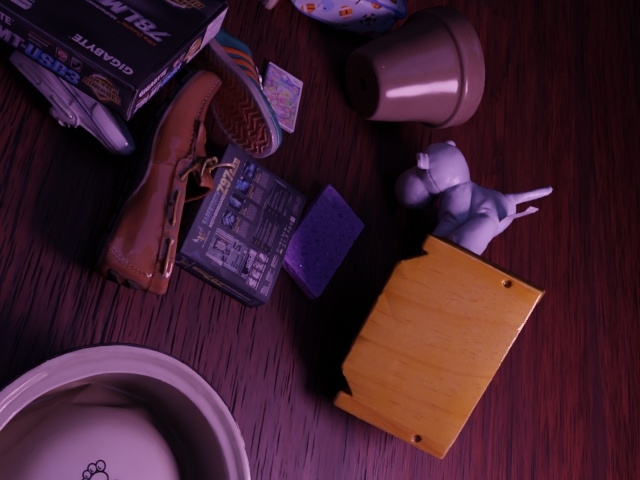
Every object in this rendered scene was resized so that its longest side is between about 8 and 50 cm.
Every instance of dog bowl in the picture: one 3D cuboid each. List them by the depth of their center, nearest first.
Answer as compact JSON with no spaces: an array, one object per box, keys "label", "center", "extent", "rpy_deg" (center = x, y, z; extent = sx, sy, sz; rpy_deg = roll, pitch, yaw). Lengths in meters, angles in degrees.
[{"label":"dog bowl","center":[-0.294,0.345,0.880],"extent":[0.408,0.150,0.408],"rpy_deg":[13,68,-36]}]

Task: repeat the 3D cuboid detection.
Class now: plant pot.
[{"label":"plant pot","center":[0.183,-0.354,1.468],"extent":[0.229,0.263,0.263],"rpy_deg":[-18,89,-23]}]

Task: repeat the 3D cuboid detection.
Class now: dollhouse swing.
[{"label":"dollhouse swing","center":[0.229,0.177,1.319],"extent":[0.315,0.305,0.347],"rpy_deg":[27,100,-2]}]

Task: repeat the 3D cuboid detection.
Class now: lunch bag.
[{"label":"lunch bag","center":[0.042,-0.582,1.472],"extent":[0.303,0.115,0.243],"rpy_deg":[10,60,-39]}]

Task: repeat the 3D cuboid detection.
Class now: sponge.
[{"label":"sponge","center":[0.000,0.000,1.316],"extent":[0.117,0.031,0.210],"rpy_deg":[49,51,-18]}]

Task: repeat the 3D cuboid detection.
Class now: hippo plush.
[{"label":"hippo plush","center":[0.265,-0.080,1.420],"extent":[0.236,0.294,0.234],"rpy_deg":[51,42,1]}]

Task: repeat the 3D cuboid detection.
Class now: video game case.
[{"label":"video game case","center":[-0.080,-0.284,1.351],"extent":[0.087,0.011,0.122],"rpy_deg":[25,61,-32]}]

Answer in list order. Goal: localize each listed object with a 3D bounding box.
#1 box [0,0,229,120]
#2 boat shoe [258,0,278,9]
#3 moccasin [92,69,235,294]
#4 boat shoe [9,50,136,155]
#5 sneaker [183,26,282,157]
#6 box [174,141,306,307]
[{"label":"box","center":[-0.332,-0.354,1.030],"extent":[0.295,0.073,0.293],"rpy_deg":[32,45,-3]},{"label":"boat shoe","center":[-0.120,-0.592,1.360],"extent":[0.092,0.103,0.285],"rpy_deg":[12,66,-31]},{"label":"moccasin","center":[-0.224,-0.100,1.071],"extent":[0.147,0.139,0.380],"rpy_deg":[22,62,-17]},{"label":"boat shoe","center":[-0.378,-0.210,1.039],"extent":[0.226,0.076,0.083],"rpy_deg":[53,5,-4]},{"label":"sneaker","center":[-0.145,-0.283,1.203],"extent":[0.121,0.108,0.302],"rpy_deg":[-24,77,-51]},{"label":"box","center":[-0.140,-0.026,1.186],"extent":[0.183,0.059,0.233],"rpy_deg":[34,57,-27]}]
